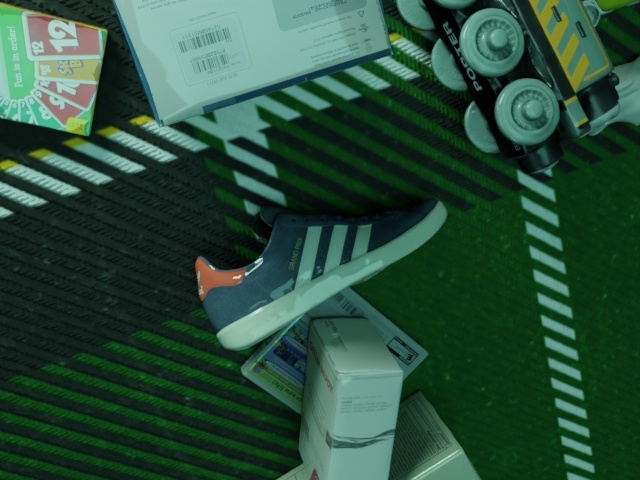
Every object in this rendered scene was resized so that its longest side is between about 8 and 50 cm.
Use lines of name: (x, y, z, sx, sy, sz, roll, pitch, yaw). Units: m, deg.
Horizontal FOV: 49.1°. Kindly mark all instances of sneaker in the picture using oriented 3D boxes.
sneaker: (0.000, 0.000, 0.909, 0.350, 0.131, 0.148, -28, 84, -19)
sneaker: (0.466, -0.209, 0.989, 0.212, 0.080, 0.094, -17, 125, -2)

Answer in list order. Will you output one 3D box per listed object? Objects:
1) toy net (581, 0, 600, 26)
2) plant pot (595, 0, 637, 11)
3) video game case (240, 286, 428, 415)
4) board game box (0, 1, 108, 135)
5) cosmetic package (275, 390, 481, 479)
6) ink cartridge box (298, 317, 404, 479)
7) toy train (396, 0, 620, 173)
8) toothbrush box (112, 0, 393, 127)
toy net: (0.313, -0.246, 0.940, 0.122, 0.045, 0.232, 36, 97, -23)
plant pot: (0.394, -0.430, 0.770, 0.207, 0.227, 0.228, 47, 65, -19)
video game case: (0.024, 0.176, 1.028, 0.212, 0.023, 0.193, 40, 95, -25)
board game box: (-0.377, -0.204, 0.771, 0.259, 0.039, 0.124, 11, 106, -16)
cosmetic package: (0.069, 0.378, 1.041, 0.309, 0.160, 0.113, -32, 115, -1)
ink cartridge box: (0.035, 0.233, 0.951, 0.092, 0.158, 0.217, -2, 111, -14)
toy train: (0.230, -0.251, 0.837, 0.190, 0.142, 0.334, -31, 96, -8)
toothbrush box: (-0.087, -0.227, 0.698, 0.216, 0.295, 0.126, -20, 115, -9)
